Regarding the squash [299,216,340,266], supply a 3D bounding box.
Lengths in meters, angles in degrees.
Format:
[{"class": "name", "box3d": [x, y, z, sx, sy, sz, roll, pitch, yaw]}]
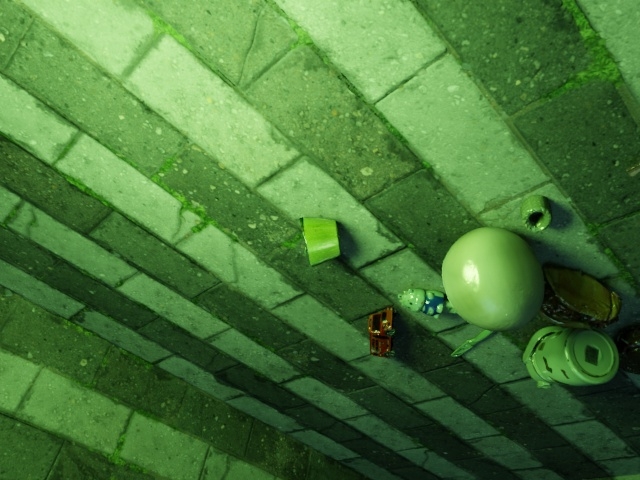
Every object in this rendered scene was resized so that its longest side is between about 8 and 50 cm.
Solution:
[{"class": "squash", "box3d": [0.000, 0.000, 1.658, 0.122, 0.170, 0.170, -8, 137, 4]}]

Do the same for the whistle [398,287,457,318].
[{"class": "whistle", "box3d": [0.405, 0.233, 1.866, 0.244, 0.092, 0.110, 14, 135, -1]}]

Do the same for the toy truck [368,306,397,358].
[{"class": "toy truck", "box3d": [0.252, 0.376, 2.054, 0.114, 0.108, 0.253, 3, 139, 10]}]

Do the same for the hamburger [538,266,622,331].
[{"class": "hamburger", "box3d": [0.830, 0.199, 1.675, 0.282, 0.245, 0.155, 54, 148, 19]}]

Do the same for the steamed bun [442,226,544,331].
[{"class": "steamed bun", "box3d": [0.536, 0.112, 1.525, 0.324, 0.325, 0.206, 28, 149, -18]}]

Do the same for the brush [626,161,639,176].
[{"class": "brush", "box3d": [0.908, -0.239, 1.233, 0.084, 0.071, 0.301, 44, 131, -16]}]

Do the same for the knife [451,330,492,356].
[{"class": "knife", "box3d": [0.626, 0.419, 2.080, 0.043, 0.020, 0.293, 19, 140, -11]}]

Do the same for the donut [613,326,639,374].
[{"class": "donut", "box3d": [1.216, 0.402, 1.856, 0.269, 0.103, 0.270, 5, 140, 4]}]

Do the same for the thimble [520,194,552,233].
[{"class": "thimble", "box3d": [0.634, -0.076, 1.484, 0.084, 0.062, 0.110, 1, 138, 13]}]

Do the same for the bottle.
[{"class": "bottle", "box3d": [0.904, 0.433, 1.877, 0.228, 0.229, 0.352, 15, 159, -4]}]
